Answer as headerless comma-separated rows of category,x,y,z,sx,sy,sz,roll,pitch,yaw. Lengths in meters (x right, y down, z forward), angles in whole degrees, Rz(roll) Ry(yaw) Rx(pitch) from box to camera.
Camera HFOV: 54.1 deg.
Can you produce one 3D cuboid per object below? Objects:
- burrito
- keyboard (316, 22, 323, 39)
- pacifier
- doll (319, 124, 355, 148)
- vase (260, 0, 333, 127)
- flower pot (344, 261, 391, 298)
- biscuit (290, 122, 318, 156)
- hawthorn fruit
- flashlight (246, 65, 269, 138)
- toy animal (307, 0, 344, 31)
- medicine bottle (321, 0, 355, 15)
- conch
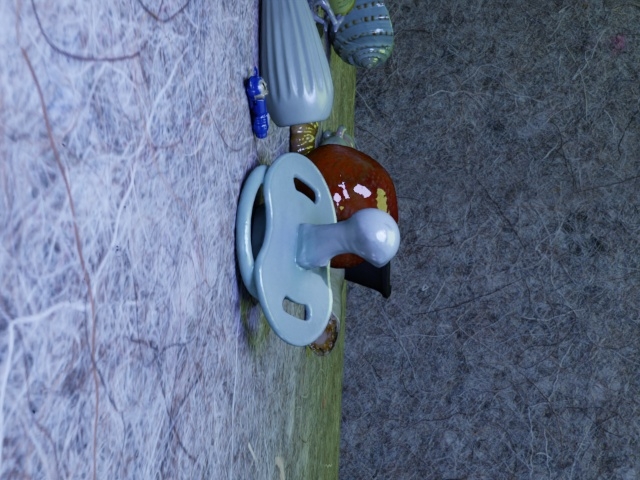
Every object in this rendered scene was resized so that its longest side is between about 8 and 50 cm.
burrito,0.015,0.189,1.883,0.299,0.105,0.143,-83,176,-50
keyboard,-0.006,-0.632,1.894,0.129,0.015,0.049,-77,162,-58
pacifier,0.000,0.000,1.060,0.288,0.269,0.343,29,56,-55
doll,0.052,-0.287,2.037,0.275,0.113,0.154,-77,170,-65
vase,-0.050,-0.333,1.124,0.128,0.128,0.248,-60,142,-76
flower pot,0.120,-0.004,2.094,0.379,0.251,0.379,4,90,-82
biscuit,-0.038,-0.235,1.504,0.118,0.061,0.183,9,83,-82
hawthorn fruit,0.045,-0.080,1.392,0.299,0.276,0.275,-54,146,-64
flashlight,-0.101,-0.226,1.050,0.057,0.036,0.121,-82,171,-49
toy animal,-0.018,-0.562,1.451,0.206,0.081,0.366,40,46,-53
medicine bottle,0.039,-0.744,1.811,0.239,0.124,0.124,52,40,-81
conch,0.125,-0.757,2.180,0.319,0.215,0.303,61,-4,8
